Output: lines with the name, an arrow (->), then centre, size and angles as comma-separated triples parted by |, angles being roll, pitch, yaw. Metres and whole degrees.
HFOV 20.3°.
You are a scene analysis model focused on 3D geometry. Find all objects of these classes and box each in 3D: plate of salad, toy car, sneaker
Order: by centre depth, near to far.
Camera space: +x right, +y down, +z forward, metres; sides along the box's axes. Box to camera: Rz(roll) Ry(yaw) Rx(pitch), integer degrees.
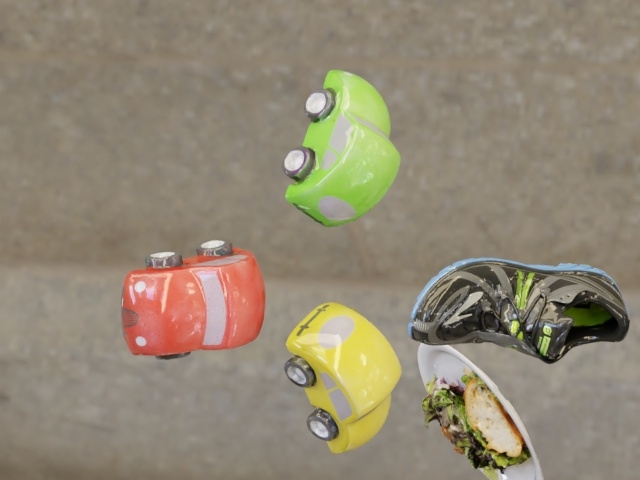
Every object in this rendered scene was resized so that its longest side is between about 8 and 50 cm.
toy car -> 0.000, 0.000, 1.094 | 0.053, 0.225, 0.239 | 6, 161, 42
sneaker -> 0.160, 0.057, 1.414 | 0.188, 0.078, 0.067 | -1, 120, -18
plate of salad -> 0.155, 0.190, 1.820 | 0.200, 0.048, 0.200 | 48, 161, 23
